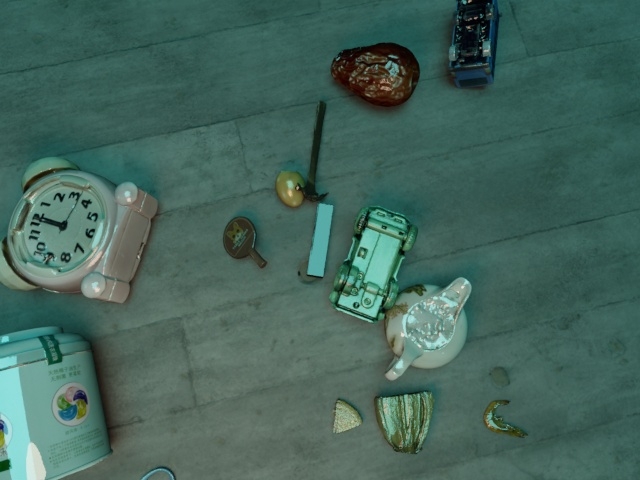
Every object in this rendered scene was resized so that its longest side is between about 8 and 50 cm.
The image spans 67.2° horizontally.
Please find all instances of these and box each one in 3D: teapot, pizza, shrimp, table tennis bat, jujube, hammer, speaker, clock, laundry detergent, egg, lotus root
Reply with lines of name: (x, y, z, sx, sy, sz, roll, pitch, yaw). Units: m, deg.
teapot: (0.253, 0.217, 1.172, 0.204, 0.139, 0.298, 35, 79, 3)
pizza: (0.054, 0.437, 1.179, 0.083, 0.025, 0.078, 43, 76, 14)
shrimp: (0.465, 0.441, 1.191, 0.114, 0.023, 0.083, 19, 76, 6)
table tennis bat: (-0.165, 0.016, 1.267, 0.170, 0.119, 0.108, 45, 107, 29)
jujube: (0.147, -0.454, 1.304, 0.236, 0.168, 0.168, 17, 78, 17)
hammer: (-0.012, -0.244, 1.287, 0.026, 0.125, 0.298, -9, 66, 35)
speaker: (0.000, 0.000, 1.257, 0.046, 0.040, 0.191, 8, 78, -1)
clock: (-0.608, -0.024, 1.182, 0.325, 0.184, 0.343, 13, 74, 6)
laundry detergent: (-0.630, 0.358, 1.045, 0.286, 0.287, 0.306, -16, 80, -5)
egg: (-0.078, -0.135, 1.262, 0.080, 0.080, 0.097, -5, 83, -2)
lotus root: (0.198, 0.436, 1.162, 0.142, 0.070, 0.144, 4, 74, -7)

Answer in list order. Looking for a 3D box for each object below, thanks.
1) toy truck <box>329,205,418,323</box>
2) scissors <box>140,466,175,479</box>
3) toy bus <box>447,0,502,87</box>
toy truck: (0.127, 0.056, 1.190, 0.154, 0.156, 0.279, 20, 78, 2)
scissors: (-0.464, 0.620, 1.126, 0.255, 0.030, 0.125, -11, 78, -6)
toy bus: (0.428, -0.555, 1.331, 0.115, 0.133, 0.234, 3, 76, 30)
